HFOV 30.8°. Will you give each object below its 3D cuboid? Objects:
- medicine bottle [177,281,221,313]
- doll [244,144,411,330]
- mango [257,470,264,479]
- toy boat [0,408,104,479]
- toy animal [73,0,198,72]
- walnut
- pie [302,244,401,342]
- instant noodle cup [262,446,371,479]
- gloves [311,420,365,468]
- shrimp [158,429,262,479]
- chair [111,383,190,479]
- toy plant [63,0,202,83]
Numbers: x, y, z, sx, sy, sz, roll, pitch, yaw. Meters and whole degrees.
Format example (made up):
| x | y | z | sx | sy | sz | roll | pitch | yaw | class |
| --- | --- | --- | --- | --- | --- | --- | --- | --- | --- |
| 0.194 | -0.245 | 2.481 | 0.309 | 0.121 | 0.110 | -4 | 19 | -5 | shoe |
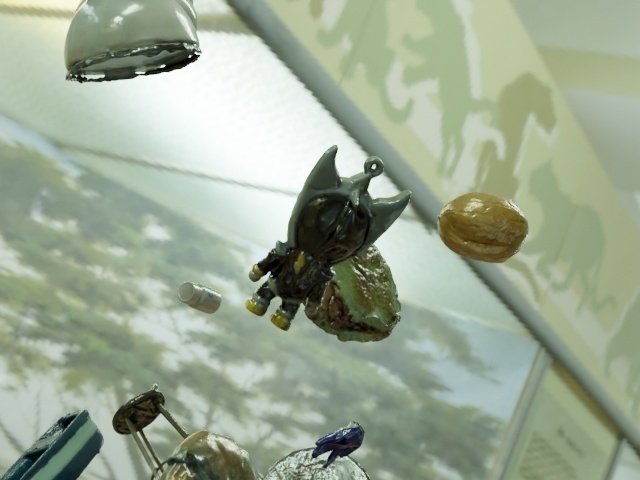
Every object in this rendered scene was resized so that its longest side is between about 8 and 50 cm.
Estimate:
| x | y | z | sx | sy | sz | roll | pitch | yaw | class |
| --- | --- | --- | --- | --- | --- | --- | --- | --- | --- |
| -0.247 | 0.116 | 2.371 | 0.052 | 0.052 | 0.089 | 14 | -8 | 38 | medicine bottle |
| 0.004 | 0.002 | 1.792 | 0.145 | 0.316 | 0.103 | 36 | 14 | 5 | doll |
| -0.212 | 0.530 | 2.206 | 0.193 | 0.146 | 0.316 | 13 | -46 | -32 | mango |
| -0.384 | 0.332 | 1.464 | 0.096 | 0.299 | 0.062 | -23 | -71 | 44 | toy boat |
| -0.374 | -0.452 | 2.289 | 0.251 | 0.251 | 0.310 | 29 | 24 | -19 | toy animal |
| 0.357 | -0.031 | 2.554 | 0.207 | 0.159 | 0.159 | 10 | -11 | -10 | walnut |
| 0.060 | 0.071 | 2.257 | 0.257 | 0.274 | 0.105 | 18 | -37 | -38 | pie |
| 0.003 | 0.505 | 2.079 | 0.217 | 0.217 | 0.207 | 20 | -25 | 18 | instant noodle cup |
| 0.027 | 0.306 | 1.733 | 0.026 | 0.086 | 0.064 | 56 | -11 | 47 | gloves |
| -0.120 | 0.413 | 1.418 | 0.085 | 0.360 | 0.247 | -16 | -21 | 33 | shrimp |
| -0.244 | 0.315 | 1.761 | 0.095 | 0.104 | 0.221 | 17 | 28 | -51 | chair |
| -0.330 | -0.441 | 1.909 | 0.247 | 0.332 | 0.247 | -10 | -1 | 0 | toy plant |
